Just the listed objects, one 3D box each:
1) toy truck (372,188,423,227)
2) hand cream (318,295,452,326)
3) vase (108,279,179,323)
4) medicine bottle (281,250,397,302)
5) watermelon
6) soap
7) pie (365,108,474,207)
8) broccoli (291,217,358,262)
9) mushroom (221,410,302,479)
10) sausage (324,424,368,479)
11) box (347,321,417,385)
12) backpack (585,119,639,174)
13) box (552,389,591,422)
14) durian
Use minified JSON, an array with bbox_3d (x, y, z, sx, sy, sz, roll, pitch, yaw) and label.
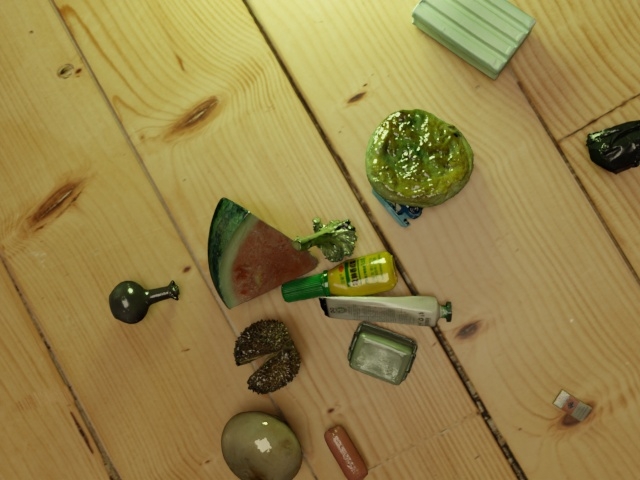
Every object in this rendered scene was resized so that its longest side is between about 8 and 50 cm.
[{"bbox_3d":[0.202,-0.103,1.590,0.074,0.063,0.136,-43,80,23],"label":"toy truck"},{"bbox_3d":[0.166,0.178,1.579,0.336,0.121,0.076,1,57,6],"label":"hand cream"},{"bbox_3d":[-0.477,0.158,1.676,0.183,0.120,0.120,-14,89,-5],"label":"vase"},{"bbox_3d":[0.047,0.108,1.604,0.309,0.076,0.111,-14,52,13],"label":"medicine bottle"},{"bbox_3d":[-0.170,0.038,1.555,0.293,0.250,0.283,6,97,13],"label":"watermelon"},{"bbox_3d":[0.379,-0.546,1.536,0.265,0.087,0.160,37,96,7],"label":"soap"},{"bbox_3d":[0.246,-0.205,1.540,0.277,0.078,0.277,-2,70,5],"label":"pie"},{"bbox_3d":[0.002,0.000,1.554,0.118,0.204,0.122,-6,91,40],"label":"broccoli"},{"bbox_3d":[-0.148,0.538,1.606,0.226,0.178,0.226,15,121,27],"label":"mushroom"},{"bbox_3d":[0.066,0.562,1.618,0.062,0.062,0.154,-32,86,8],"label":"sausage"},{"bbox_3d":[0.156,0.297,1.580,0.172,0.093,0.124,19,99,8],"label":"box"},{"bbox_3d":[0.740,-0.226,1.477,0.165,0.120,0.105,-16,110,9],"label":"backpack"},{"bbox_3d":[0.636,0.418,1.552,0.083,0.012,0.046,32,97,5],"label":"box"},{"bbox_3d":[-0.131,0.297,1.587,0.196,0.167,0.196,15,126,21],"label":"durian"}]
